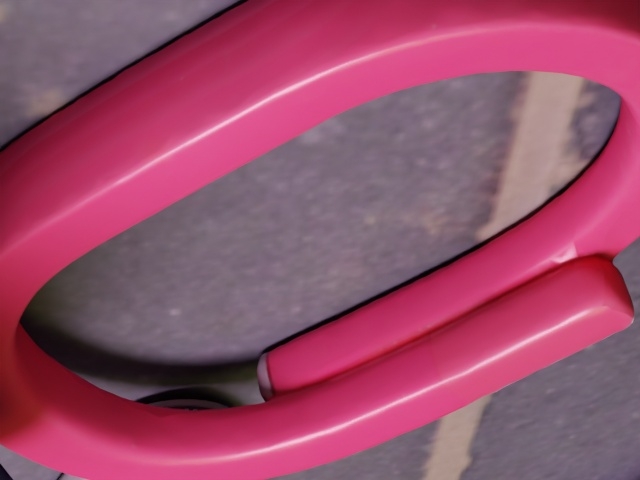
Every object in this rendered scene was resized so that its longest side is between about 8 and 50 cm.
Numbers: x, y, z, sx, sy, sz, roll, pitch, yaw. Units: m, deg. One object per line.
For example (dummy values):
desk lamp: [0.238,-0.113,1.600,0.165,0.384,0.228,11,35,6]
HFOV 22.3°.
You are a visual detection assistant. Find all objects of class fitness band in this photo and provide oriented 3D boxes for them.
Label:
fitness band: [0.000,0.000,0.581,0.291,0.054,0.209,-28,140,19]

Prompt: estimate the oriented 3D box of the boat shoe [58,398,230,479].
boat shoe: [-0.100,0.177,0.760,0.096,0.088,0.267,11,139,-31]

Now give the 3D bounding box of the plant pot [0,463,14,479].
plant pot: [-0.224,0.107,0.474,0.236,0.212,0.236,-24,120,14]
